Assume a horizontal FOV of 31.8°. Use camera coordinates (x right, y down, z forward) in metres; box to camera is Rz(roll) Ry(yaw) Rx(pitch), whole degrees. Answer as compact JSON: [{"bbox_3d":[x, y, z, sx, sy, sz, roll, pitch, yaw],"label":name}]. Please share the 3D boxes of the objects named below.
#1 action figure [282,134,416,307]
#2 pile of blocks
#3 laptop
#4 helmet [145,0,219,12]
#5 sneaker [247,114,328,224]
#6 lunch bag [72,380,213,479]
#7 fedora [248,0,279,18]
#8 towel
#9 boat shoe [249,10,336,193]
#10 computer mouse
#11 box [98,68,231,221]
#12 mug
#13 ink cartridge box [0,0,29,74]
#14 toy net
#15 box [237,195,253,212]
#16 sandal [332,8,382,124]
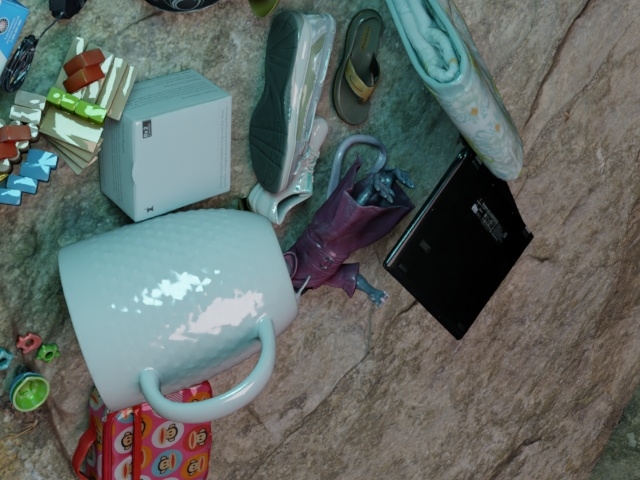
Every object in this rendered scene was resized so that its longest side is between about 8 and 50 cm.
[{"bbox_3d":[0.000,0.000,2.108,0.248,0.275,0.370,17,125,-44],"label":"action figure"},{"bbox_3d":[-0.401,-0.141,1.585,0.362,0.112,0.149,-45,97,-9],"label":"pile of blocks"},{"bbox_3d":[0.234,-0.087,2.152,0.408,0.236,0.382,-55,143,-6],"label":"laptop"},{"bbox_3d":[-0.199,-0.421,1.589,0.169,0.169,0.161,-32,154,-23],"label":"helmet"},{"bbox_3d":[-0.037,-0.121,2.018,0.080,0.094,0.212,29,96,-49],"label":"sneaker"},{"bbox_3d":[-0.334,0.372,2.085,0.258,0.120,0.293,-15,126,-32],"label":"lunch bag"},{"bbox_3d":[-0.111,-0.427,1.671,0.079,0.194,0.194,-6,123,-22],"label":"fedora"},{"bbox_3d":[0.225,-0.317,1.931,0.090,0.374,0.320,-29,144,17],"label":"towel"},{"bbox_3d":[-0.044,-0.232,1.917,0.103,0.118,0.320,-7,116,-36],"label":"boat shoe"},{"bbox_3d":[-0.379,-0.307,1.551,0.242,0.041,0.071,-61,174,-21],"label":"computer mouse"},{"bbox_3d":[-0.246,-0.152,1.775,0.182,0.119,0.181,-21,131,-33],"label":"box"},{"bbox_3d":[-0.200,0.123,1.751,0.328,0.374,0.276,-18,137,-5],"label":"mug"},{"bbox_3d":[-0.506,-0.278,1.456,0.203,0.086,0.148,16,107,-49],"label":"ink cartridge box"},{"bbox_3d":[-0.522,0.196,1.822,0.122,0.045,0.232,-54,140,2],"label":"toy net"},{"bbox_3d":[-0.123,0.046,2.010,0.021,0.164,0.201,-8,126,-12],"label":"box"},{"bbox_3d":[0.079,-0.305,2.020,0.090,0.060,0.219,-10,124,-39],"label":"sandal"}]
